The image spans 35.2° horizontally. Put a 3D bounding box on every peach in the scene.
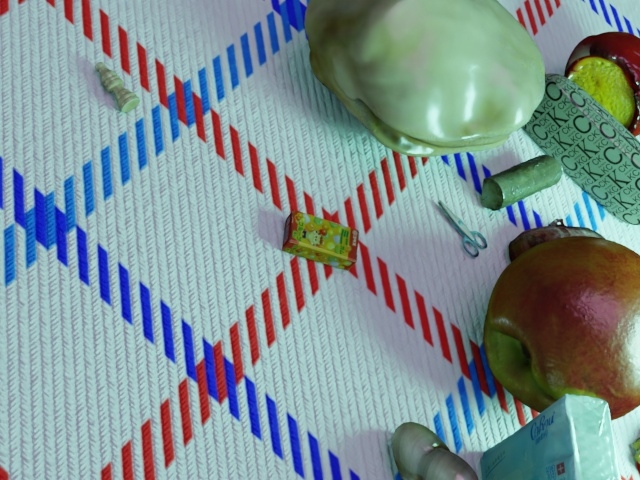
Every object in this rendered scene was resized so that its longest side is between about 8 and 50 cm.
[{"bbox_3d":[0.424,0.136,1.622,0.332,0.308,0.308,-16,71,-37],"label":"peach"},{"bbox_3d":[0.581,-0.304,2.013,0.189,0.196,0.226,1,58,15],"label":"peach"}]

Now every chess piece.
[{"bbox_3d":[-0.330,-0.250,1.616,0.035,0.035,0.092,-30,76,-36],"label":"chess piece"}]

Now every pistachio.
[{"bbox_3d":[0.180,-0.315,1.753,0.445,0.281,0.365,17,63,-12],"label":"pistachio"}]

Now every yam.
[{"bbox_3d":[0.368,-0.107,1.866,0.169,0.068,0.068,-22,74,-33],"label":"yam"}]

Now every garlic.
[{"bbox_3d":[0.166,0.342,1.485,0.099,0.124,0.174,-33,54,-21],"label":"garlic"}]

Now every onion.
[{"bbox_3d":[0.448,0.029,1.810,0.205,0.098,0.151,-6,64,-30],"label":"onion"}]

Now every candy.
[{"bbox_3d":[0.000,0.000,1.637,0.122,0.038,0.062,17,57,-18],"label":"candy"}]

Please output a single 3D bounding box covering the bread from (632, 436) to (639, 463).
[{"bbox_3d":[0.619,0.360,1.683,0.127,0.152,0.147,-28,80,-27],"label":"bread"}]

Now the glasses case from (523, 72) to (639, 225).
[{"bbox_3d":[0.527,-0.174,1.939,0.354,0.137,0.085,44,52,2],"label":"glasses case"}]

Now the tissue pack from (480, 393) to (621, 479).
[{"bbox_3d":[0.325,0.352,1.461,0.089,0.263,0.177,10,58,-18],"label":"tissue pack"}]

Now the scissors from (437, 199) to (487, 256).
[{"bbox_3d":[0.248,-0.025,1.791,0.119,0.014,0.058,51,49,3],"label":"scissors"}]
